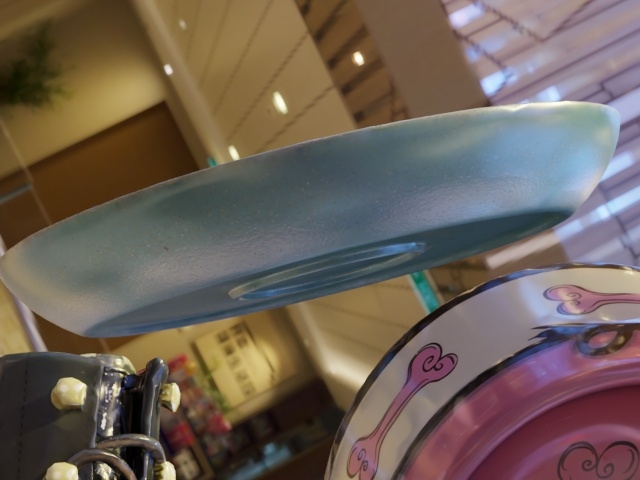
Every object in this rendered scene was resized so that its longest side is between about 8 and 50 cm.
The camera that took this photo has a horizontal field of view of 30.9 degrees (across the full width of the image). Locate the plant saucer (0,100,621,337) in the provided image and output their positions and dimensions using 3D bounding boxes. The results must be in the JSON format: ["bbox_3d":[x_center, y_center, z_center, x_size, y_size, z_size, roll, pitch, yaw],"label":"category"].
[{"bbox_3d":[0.000,0.000,0.589,0.317,0.317,0.044,124,-49,-81],"label":"plant saucer"}]

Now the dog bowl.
[{"bbox_3d":[0.208,0.229,0.852,0.150,0.408,0.408,-124,-172,-77],"label":"dog bowl"}]

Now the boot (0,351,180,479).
[{"bbox_3d":[-0.053,0.113,0.306,0.085,0.236,0.179,17,64,-43],"label":"boot"}]
